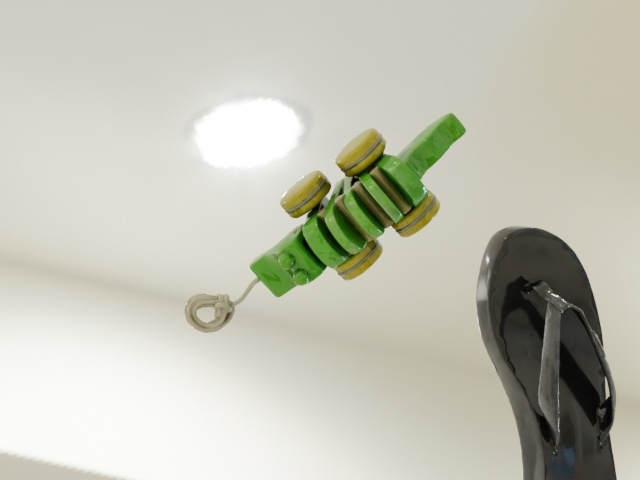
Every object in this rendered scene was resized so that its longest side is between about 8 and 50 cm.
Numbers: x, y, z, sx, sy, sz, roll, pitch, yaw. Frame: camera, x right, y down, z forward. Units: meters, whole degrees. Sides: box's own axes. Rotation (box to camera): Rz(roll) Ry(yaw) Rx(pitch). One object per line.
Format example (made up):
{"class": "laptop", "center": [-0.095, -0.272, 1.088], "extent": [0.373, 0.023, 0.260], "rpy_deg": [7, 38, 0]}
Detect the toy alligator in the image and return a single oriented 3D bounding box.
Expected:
{"class": "toy alligator", "center": [0.000, 0.000, 0.752], "extent": [0.190, 0.056, 0.051], "rpy_deg": [-37, 13, 14]}

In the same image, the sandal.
{"class": "sandal", "center": [0.179, 0.111, 1.024], "extent": [0.097, 0.254, 0.054], "rpy_deg": [-12, -1, -30]}
